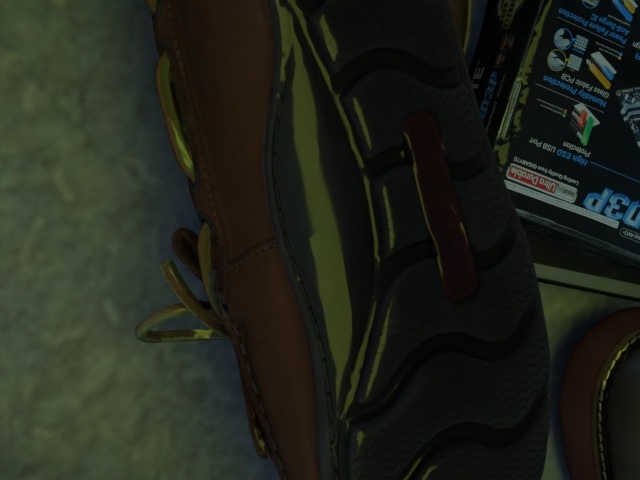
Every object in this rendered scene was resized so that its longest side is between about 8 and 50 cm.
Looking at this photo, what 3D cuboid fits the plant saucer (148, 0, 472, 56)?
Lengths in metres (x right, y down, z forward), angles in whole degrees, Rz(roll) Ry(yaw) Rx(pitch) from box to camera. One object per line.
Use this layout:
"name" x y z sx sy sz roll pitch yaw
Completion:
"plant saucer" -0.005 -0.116 0.580 0.168 0.029 0.168 -2 95 -22

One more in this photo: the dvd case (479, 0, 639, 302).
"dvd case" 0.189 -0.054 0.665 0.238 0.029 0.179 11 91 -22

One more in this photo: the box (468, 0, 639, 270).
"box" 0.185 -0.071 0.617 0.220 0.051 0.175 18 89 -23

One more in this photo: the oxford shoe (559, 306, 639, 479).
"oxford shoe" 0.229 0.210 0.648 0.123 0.130 0.348 -28 108 -18

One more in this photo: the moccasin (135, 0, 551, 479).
"moccasin" -0.002 0.001 0.515 0.139 0.147 0.380 -25 103 -32
